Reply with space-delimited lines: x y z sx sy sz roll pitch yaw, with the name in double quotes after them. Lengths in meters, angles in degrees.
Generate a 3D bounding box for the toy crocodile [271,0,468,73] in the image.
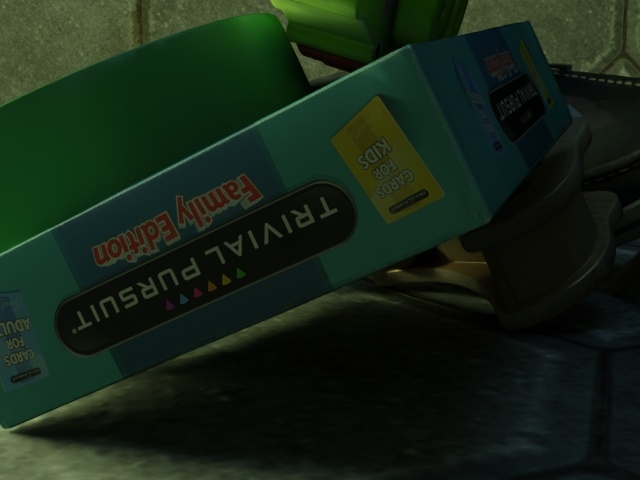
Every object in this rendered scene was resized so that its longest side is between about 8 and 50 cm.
0.036 -0.156 0.768 0.115 0.105 0.340 18 11 9 "toy crocodile"

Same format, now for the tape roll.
-0.158 -0.050 0.741 0.321 0.077 0.321 -26 4 2 "tape roll"

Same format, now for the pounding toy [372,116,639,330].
0.144 0.015 0.769 0.269 0.155 0.154 -4 31 47 "pounding toy"

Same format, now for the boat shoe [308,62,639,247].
0.134 -0.090 0.966 0.500 0.156 0.187 4 47 51 "boat shoe"

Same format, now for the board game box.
-0.005 -0.027 0.606 0.253 0.079 0.336 -24 4 22 "board game box"
